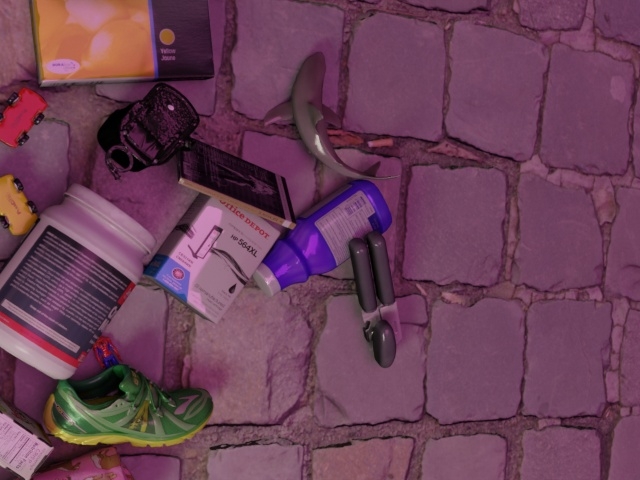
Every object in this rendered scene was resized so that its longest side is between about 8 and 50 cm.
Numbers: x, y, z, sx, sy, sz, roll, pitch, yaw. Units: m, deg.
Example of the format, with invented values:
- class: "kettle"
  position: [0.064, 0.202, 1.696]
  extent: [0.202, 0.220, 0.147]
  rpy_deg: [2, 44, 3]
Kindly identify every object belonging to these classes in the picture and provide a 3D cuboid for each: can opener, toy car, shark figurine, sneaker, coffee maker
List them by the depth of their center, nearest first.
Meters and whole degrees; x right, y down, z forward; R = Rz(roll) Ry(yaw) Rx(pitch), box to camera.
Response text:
- class: "toy car"
  position: [-0.561, -0.132, 1.465]
  extent: [0.224, 0.053, 0.239]
  rpy_deg: [3, 90, -24]
- class: "coffee maker"
  position: [-0.306, -0.173, 1.511]
  extent: [0.171, 0.178, 0.120]
  rpy_deg: [-28, 101, -24]
- class: "sneaker"
  position: [-0.310, 0.275, 1.541]
  extent: [0.295, 0.109, 0.124]
  rpy_deg: [3, 113, -32]
- class: "shark figurine"
  position: [0.012, -0.200, 1.678]
  extent: [0.166, 0.116, 0.278]
  rpy_deg: [-32, 93, -17]
- class: "can opener"
  position: [0.114, 0.112, 1.729]
  extent: [0.074, 0.093, 0.280]
  rpy_deg: [-21, 123, -13]

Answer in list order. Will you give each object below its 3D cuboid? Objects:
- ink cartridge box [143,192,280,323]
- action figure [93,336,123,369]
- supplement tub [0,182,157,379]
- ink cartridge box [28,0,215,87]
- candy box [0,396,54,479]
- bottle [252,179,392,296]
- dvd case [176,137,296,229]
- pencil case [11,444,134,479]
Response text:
- class: "ink cartridge box"
  position: [-0.192, 0.022, 1.622]
  extent: [0.148, 0.086, 0.203]
  rpy_deg: [38, 77, -21]
- class: "action figure"
  position: [-0.365, 0.207, 1.582]
  extent: [0.038, 0.030, 0.115]
  rpy_deg: [-26, 100, -17]
- class: "supplement tub"
  position: [-0.408, 0.066, 1.466]
  extent: [0.191, 0.191, 0.272]
  rpy_deg: [38, 77, -21]
- class: "ink cartridge box"
  position: [-0.340, -0.422, 1.550]
  extent: [0.303, 0.072, 0.307]
  rpy_deg: [-8, 97, -24]
- class: "candy box"
  position: [-0.539, 0.269, 1.431]
  extent: [0.233, 0.159, 0.071]
  rpy_deg: [43, 76, -21]
- class: "bottle"
  position: [0.000, 0.000, 1.705]
  extent: [0.283, 0.092, 0.118]
  rpy_deg: [-36, 112, -19]
- class: "dvd case"
  position: [-0.151, -0.105, 1.605]
  extent: [0.221, 0.164, 0.018]
  rpy_deg: [21, 117, -23]
- class: "pencil case"
  position: [-0.483, 0.467, 1.465]
  extent: [0.386, 0.160, 0.167]
  rpy_deg: [-17, 91, -24]
